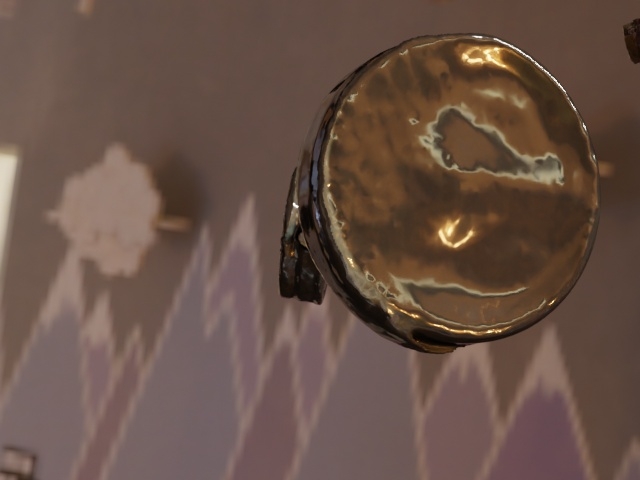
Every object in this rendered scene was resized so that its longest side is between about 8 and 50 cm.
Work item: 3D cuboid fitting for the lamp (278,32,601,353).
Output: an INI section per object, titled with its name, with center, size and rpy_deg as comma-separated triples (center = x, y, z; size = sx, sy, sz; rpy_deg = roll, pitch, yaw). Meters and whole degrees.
[lamp]
center = 0.038, 0.004, 0.811
size = 0.108, 0.130, 0.371
rpy_deg = 7, -11, -2

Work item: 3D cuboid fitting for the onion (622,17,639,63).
[onion]
center = 0.293, -0.127, 1.337
size = 0.151, 0.098, 0.206
rpy_deg = -10, -29, 9
